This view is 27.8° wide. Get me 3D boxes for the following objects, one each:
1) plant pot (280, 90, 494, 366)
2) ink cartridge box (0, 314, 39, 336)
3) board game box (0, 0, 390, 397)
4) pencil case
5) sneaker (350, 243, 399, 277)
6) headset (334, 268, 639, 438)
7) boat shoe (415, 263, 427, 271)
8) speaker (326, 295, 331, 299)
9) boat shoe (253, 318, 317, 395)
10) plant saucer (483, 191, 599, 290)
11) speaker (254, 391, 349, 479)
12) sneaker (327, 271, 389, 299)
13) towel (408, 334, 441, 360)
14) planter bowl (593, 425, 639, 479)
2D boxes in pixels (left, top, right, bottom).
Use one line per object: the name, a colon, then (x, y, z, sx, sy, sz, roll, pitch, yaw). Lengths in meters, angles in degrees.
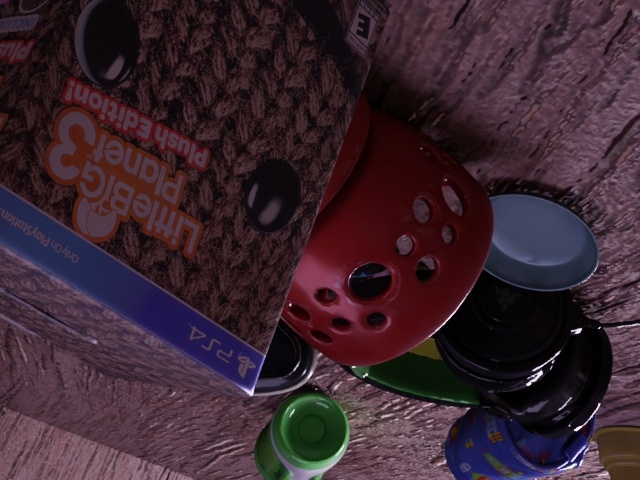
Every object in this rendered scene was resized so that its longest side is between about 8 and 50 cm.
plant pot: (0.013, -0.024, 1.018, 0.174, 0.191, 0.191, 42, 152, -29)
ink cartridge box: (-0.406, 0.047, 1.730, 0.160, 0.092, 0.219, 1, 154, 43)
board game box: (-0.114, -0.084, 0.808, 0.141, 0.291, 0.232, 1, 154, 42)
pencil case: (0.245, 0.247, 1.603, 0.133, 0.119, 0.306, 42, 162, 7)
sneaker: (0.000, 0.000, 1.282, 0.191, 0.071, 0.083, 12, 171, 31)
headset: (0.193, 0.122, 1.224, 0.394, 0.185, 0.243, -6, 151, 29)
boat shoe: (0.088, 0.063, 1.375, 0.050, 0.045, 0.135, 15, 160, 13)
speaker: (-0.034, 0.063, 1.476, 0.136, 0.055, 0.055, 31, 157, -29)
boat shoe: (-0.172, 0.101, 1.607, 0.340, 0.127, 0.113, 23, 174, 19)
plant saucer: (0.181, -0.004, 1.107, 0.119, 0.021, 0.119, 15, 141, 12)
speaker: (-0.033, 0.324, 2.068, 0.131, 0.131, 0.296, 20, 161, -3)
sneaker: (0.029, 0.028, 1.351, 0.057, 0.047, 0.119, 32, 151, -15)
towel: (0.099, 0.141, 1.620, 0.102, 0.021, 0.237, 13, 159, 1)
planter bowl: (0.446, 0.319, 1.657, 0.217, 0.090, 0.217, 18, 161, 6)
